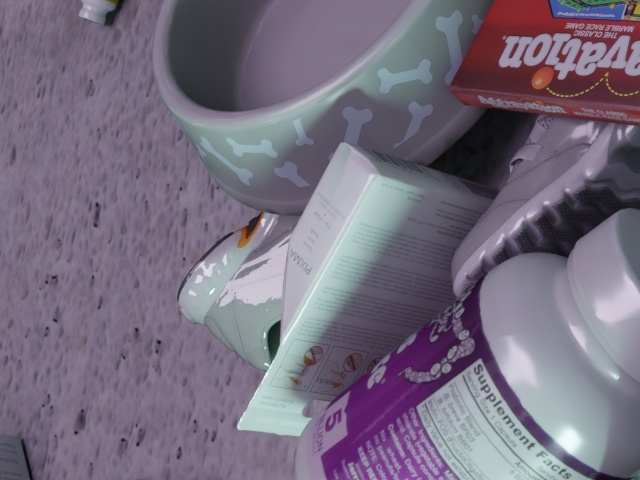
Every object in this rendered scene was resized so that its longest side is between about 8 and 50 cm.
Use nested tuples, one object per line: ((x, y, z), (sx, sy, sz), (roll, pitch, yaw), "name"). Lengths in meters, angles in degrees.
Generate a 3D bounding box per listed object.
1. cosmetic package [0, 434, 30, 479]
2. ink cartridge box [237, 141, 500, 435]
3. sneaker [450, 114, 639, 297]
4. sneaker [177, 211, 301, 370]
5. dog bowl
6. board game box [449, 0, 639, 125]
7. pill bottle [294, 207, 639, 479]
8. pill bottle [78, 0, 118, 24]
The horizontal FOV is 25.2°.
((-0.383, 0.380, 1.427), (0.156, 0.217, 0.385), (-45, 48, 29), "cosmetic package")
((0.042, 0.049, 1.096), (0.056, 0.181, 0.225), (48, 115, 44), "ink cartridge box")
((0.193, -0.064, 1.042), (0.281, 0.105, 0.115), (-48, 41, 11), "sneaker")
((0.000, 0.000, 1.238), (0.121, 0.099, 0.262), (43, 104, 16), "sneaker")
((0.008, -0.193, 1.180), (0.348, 0.102, 0.349), (-21, 48, 25), "dog bowl")
((0.222, -0.145, 0.964), (0.281, 0.027, 0.145), (13, 72, 48), "board game box")
((0.134, 0.114, 0.986), (0.301, 0.169, 0.169), (-42, 51, 30), "pill bottle")
((-0.242, -0.284, 1.597), (0.043, 0.043, 0.083), (23, 96, 48), "pill bottle")
